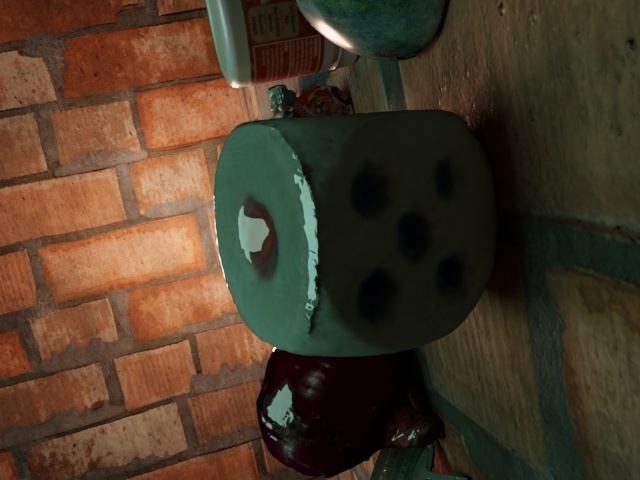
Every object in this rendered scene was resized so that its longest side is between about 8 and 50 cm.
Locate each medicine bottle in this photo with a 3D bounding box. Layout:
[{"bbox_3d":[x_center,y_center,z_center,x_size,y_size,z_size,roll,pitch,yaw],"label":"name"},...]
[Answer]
[{"bbox_3d":[-0.076,-0.418,1.093,0.252,0.241,0.252,166,90,-79],"label":"medicine bottle"}]

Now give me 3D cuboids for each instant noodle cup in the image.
[{"bbox_3d":[0.001,-0.252,1.266,0.136,0.127,0.127,-118,16,-81],"label":"instant noodle cup"}]

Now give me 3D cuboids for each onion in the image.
[{"bbox_3d":[0.068,0.321,1.221,0.385,0.348,0.348,17,128,36],"label":"onion"}]

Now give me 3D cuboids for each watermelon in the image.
[{"bbox_3d":[0.025,-0.337,0.832,0.322,0.175,0.188,-112,14,-45],"label":"watermelon"}]

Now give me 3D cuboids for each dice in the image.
[{"bbox_3d":[0.035,-0.022,0.756,0.268,0.262,0.265,11,107,57],"label":"dice"}]

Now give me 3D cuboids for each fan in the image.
[{"bbox_3d":[0.180,0.429,1.188,0.294,0.012,0.223,-47,19,34],"label":"fan"}]

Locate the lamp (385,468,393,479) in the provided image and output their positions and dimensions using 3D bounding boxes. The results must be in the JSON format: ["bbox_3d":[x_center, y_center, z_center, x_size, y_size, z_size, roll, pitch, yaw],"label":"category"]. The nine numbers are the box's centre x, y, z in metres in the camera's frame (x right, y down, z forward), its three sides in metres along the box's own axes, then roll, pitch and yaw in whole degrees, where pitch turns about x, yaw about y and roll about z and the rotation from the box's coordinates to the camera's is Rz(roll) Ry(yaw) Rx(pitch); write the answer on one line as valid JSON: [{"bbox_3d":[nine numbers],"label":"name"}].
[{"bbox_3d":[0.178,0.492,1.306,0.193,0.106,0.106,-108,7,-76],"label":"lamp"}]

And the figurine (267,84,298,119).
[{"bbox_3d":[-0.081,-0.320,1.642,0.138,0.110,0.245,73,178,-46],"label":"figurine"}]
